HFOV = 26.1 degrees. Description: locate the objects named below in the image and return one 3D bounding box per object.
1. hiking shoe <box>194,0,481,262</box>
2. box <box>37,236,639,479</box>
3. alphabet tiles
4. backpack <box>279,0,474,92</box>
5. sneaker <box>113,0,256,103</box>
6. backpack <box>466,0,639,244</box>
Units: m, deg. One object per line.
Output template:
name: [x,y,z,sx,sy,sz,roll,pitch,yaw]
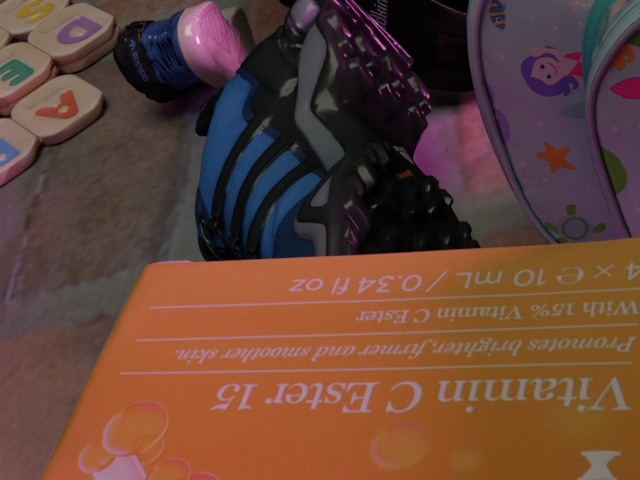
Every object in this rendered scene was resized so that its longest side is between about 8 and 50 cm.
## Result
hiking shoe: [0.000,0.000,0.716,0.132,0.113,0.304,-37,35,26]
box: [0.008,0.177,0.427,0.215,0.168,0.345,-4,42,23]
alphabet tiles: [-0.290,-0.100,1.021,0.284,0.021,0.278,-38,41,-19]
backpack: [0.048,-0.260,0.863,0.263,0.276,0.213,12,45,45]
sneaker: [-0.094,-0.117,0.885,0.085,0.058,0.152,-17,12,9]
backpack: [0.193,-0.080,0.597,0.253,0.225,0.191,-5,36,28]
